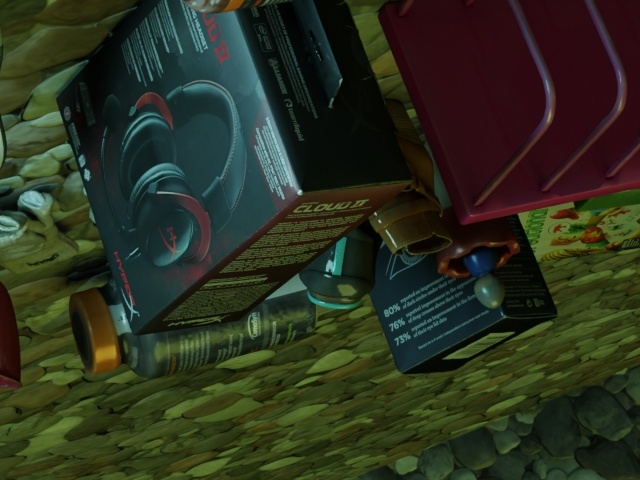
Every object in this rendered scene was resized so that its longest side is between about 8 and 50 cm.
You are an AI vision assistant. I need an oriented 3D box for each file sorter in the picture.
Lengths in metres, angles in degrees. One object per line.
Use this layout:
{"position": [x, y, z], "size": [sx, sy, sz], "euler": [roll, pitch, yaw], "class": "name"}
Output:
{"position": [0.238, -0.165, 1.635], "size": [0.290, 0.202, 0.182], "euler": [-12, 160, -27], "class": "file sorter"}

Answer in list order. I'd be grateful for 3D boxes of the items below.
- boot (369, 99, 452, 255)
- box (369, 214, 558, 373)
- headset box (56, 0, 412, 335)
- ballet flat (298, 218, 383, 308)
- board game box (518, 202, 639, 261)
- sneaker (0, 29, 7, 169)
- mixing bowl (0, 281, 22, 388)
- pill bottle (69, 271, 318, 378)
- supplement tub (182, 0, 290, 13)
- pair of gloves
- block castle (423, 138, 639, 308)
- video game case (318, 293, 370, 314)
{"position": [0.039, -0.056, 1.833], "size": [0.197, 0.152, 0.073], "euler": [-5, 158, -42], "class": "boot"}
{"position": [0.132, 0.019, 2.088], "size": [0.153, 0.207, 0.108], "euler": [-30, 161, 34], "class": "box"}
{"position": [-0.066, -0.086, 1.498], "size": [0.110, 0.218, 0.293], "euler": [-7, 160, -37], "class": "headset box"}
{"position": [0.023, -0.022, 1.957], "size": [0.095, 0.096, 0.280], "euler": [4, -161, -5], "class": "ballet flat"}
{"position": [0.315, -0.046, 2.316], "size": [0.193, 0.053, 0.305], "euler": [-8, 163, -1], "class": "board game box"}
{"position": [-0.311, -0.088, 1.408], "size": [0.163, 0.086, 0.226], "euler": [-26, 157, -20], "class": "sneaker"}
{"position": [-0.351, 0.068, 1.807], "size": [0.181, 0.098, 0.181], "euler": [12, 170, 2], "class": "mixing bowl"}
{"position": [-0.137, 0.069, 2.069], "size": [0.245, 0.130, 0.130], "euler": [-14, 163, -20], "class": "pill bottle"}
{"position": [-0.038, -0.210, 1.330], "size": [0.197, 0.106, 0.106], "euler": [-13, 162, -24], "class": "supplement tub"}
{"position": [-0.221, -0.029, 1.815], "size": [0.240, 0.042, 0.204], "euler": [-19, 170, 14], "class": "pair of gloves"}
{"position": [0.349, -0.084, 1.925], "size": [0.453, 0.213, 0.303], "euler": [-6, 160, -20], "class": "block castle"}
{"position": [-0.020, 0.057, 2.360], "size": [0.227, 0.026, 0.206], "euler": [-18, 164, -3], "class": "video game case"}
